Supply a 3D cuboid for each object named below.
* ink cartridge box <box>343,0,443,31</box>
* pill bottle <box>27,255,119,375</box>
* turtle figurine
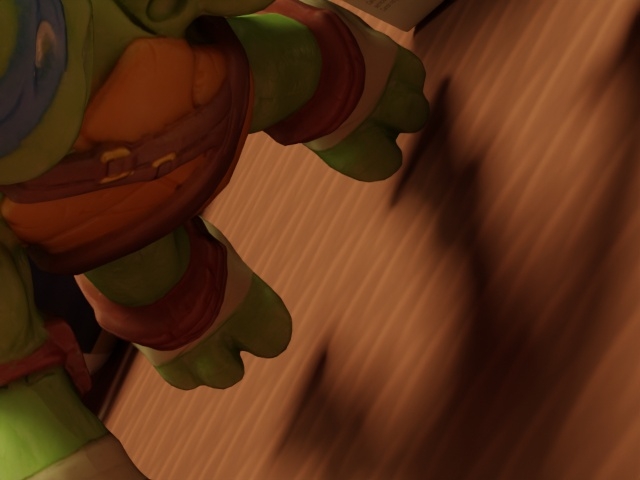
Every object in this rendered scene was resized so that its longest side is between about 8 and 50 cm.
[{"bbox_3d":[-0.005,-0.179,0.599,0.128,0.176,0.127,-31,38,65],"label":"ink cartridge box"},{"bbox_3d":[-0.158,-0.017,0.933,0.264,0.153,0.153,-65,15,7],"label":"pill bottle"},{"bbox_3d":[0.000,0.000,0.461,0.266,0.275,0.197,3,-92,-85],"label":"turtle figurine"}]
